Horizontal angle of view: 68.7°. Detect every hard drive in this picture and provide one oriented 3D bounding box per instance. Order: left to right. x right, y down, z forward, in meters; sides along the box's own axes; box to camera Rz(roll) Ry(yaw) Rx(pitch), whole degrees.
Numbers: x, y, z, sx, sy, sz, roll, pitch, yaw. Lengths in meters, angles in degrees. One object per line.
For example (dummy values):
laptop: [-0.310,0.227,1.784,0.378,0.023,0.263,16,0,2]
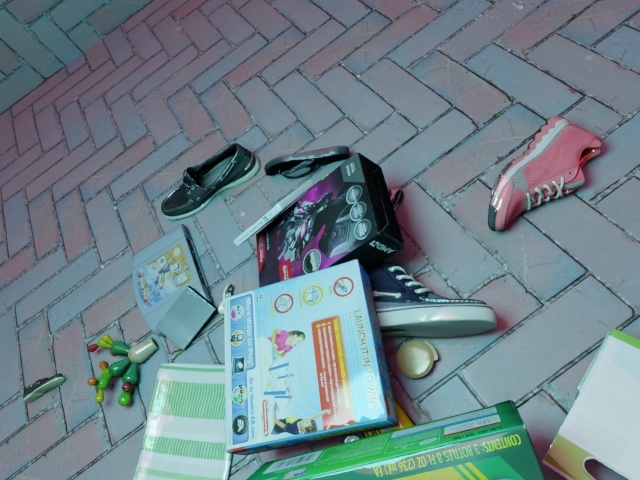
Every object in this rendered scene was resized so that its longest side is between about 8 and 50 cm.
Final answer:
hard drive: [-0.341,0.196,1.195,0.094,0.022,0.135,38,92,3]

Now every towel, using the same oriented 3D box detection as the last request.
towel: [-0.306,0.443,1.065,0.248,0.038,0.324,-5,59,21]

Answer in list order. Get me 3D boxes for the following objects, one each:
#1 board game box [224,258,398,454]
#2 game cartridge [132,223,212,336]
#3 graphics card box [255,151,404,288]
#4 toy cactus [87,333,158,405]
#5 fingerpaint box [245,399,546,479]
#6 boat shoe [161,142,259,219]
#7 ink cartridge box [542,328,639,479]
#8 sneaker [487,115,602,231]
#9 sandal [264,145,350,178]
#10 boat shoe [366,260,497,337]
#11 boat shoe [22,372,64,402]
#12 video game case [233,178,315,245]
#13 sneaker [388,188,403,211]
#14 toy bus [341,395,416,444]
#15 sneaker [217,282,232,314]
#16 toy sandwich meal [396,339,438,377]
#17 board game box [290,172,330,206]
board game box: [-0.033,0.223,0.904,0.302,0.086,0.308,-17,57,14]
game cartridge: [-0.425,0.108,1.308,0.198,0.062,0.297,-30,54,0]
graphics card box: [0.000,0.000,1.066,0.371,0.094,0.232,-34,47,32]
toy cactus: [-0.511,0.309,1.207,0.181,0.112,0.219,-35,44,-10]
fingerpaint box: [0.135,0.487,0.684,0.445,0.163,0.370,-19,79,13]
boat shoe: [-0.353,-0.183,1.408,0.340,0.113,0.127,-25,55,9]
ink cartridge box: [0.502,0.302,0.749,0.189,0.097,0.255,29,78,34]
sneaker: [0.482,-0.135,1.005,0.136,0.116,0.313,35,79,34]
sandal: [-0.043,-0.211,1.305,0.255,0.097,0.054,-9,85,20]
boat shoe: [0.184,0.113,0.977,0.341,0.127,0.158,-7,61,26]
boat shoe: [-0.763,0.397,1.289,0.133,0.049,0.042,-31,62,10]
video game case: [-0.111,-0.070,1.162,0.173,0.022,0.190,-36,5,33]
sneaker: [0.165,-0.083,1.168,0.044,0.040,0.109,13,63,47]
toy bus: [0.076,0.324,0.918,0.130,0.108,0.332,-39,54,-1]
sneaker: [-0.236,0.153,1.213,0.037,0.032,0.083,7,70,14]
toy sandwich meal: [0.198,0.243,0.963,0.086,0.029,0.085,-12,61,22]
board game box: [0.025,-0.078,1.217,0.141,0.048,0.170,-42,53,-1]
